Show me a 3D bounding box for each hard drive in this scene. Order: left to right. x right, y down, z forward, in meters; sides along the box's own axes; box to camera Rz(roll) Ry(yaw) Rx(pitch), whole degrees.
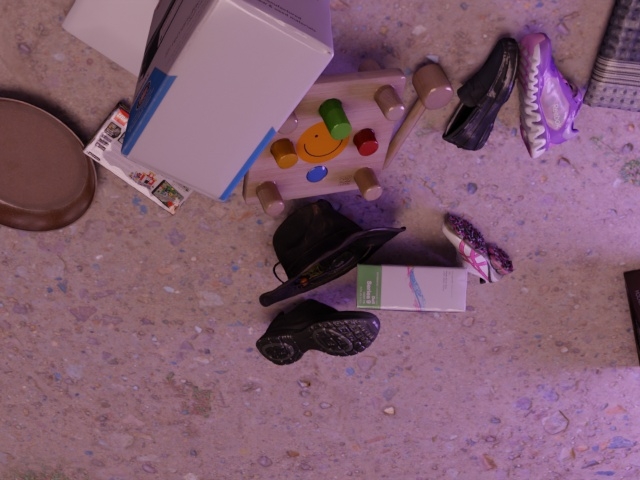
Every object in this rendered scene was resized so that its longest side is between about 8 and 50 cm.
[{"bbox_3d":[-0.266,-0.413,1.410,0.203,0.040,0.307,32,125,-19],"label":"hard drive"}]

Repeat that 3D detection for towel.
[{"bbox_3d":[0.627,-0.336,1.390,0.324,0.056,0.312,9,126,1],"label":"towel"}]

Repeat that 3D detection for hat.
[{"bbox_3d":[0.000,0.000,1.632,0.331,0.331,0.134,-31,79,27],"label":"hat"}]

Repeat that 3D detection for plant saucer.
[{"bbox_3d":[-0.578,-0.149,1.649,0.310,0.050,0.310,2,129,3],"label":"plant saucer"}]

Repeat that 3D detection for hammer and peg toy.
[{"bbox_3d":[0.052,-0.171,1.444,0.361,0.127,0.266,-9,141,-20],"label":"hammer and peg toy"}]

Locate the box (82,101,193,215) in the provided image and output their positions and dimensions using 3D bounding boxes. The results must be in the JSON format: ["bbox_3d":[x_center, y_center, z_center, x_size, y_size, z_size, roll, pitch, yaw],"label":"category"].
[{"bbox_3d":[-0.324,-0.151,1.602,0.207,0.036,0.114,37,97,-22],"label":"box"}]

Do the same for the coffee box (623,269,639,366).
[{"bbox_3d":[0.708,0.212,1.743,0.119,0.168,0.297,-13,127,15],"label":"coffee box"}]

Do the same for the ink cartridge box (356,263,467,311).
[{"bbox_3d":[0.178,0.096,1.700,0.212,0.154,0.093,0,85,3],"label":"ink cartridge box"}]

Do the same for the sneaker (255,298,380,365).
[{"bbox_3d":[-0.003,0.173,1.789,0.286,0.130,0.109,-10,127,30],"label":"sneaker"}]

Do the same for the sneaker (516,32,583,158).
[{"bbox_3d":[0.390,-0.252,1.453,0.104,0.095,0.236,-12,132,6],"label":"sneaker"}]

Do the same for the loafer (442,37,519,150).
[{"bbox_3d":[0.274,-0.248,1.469,0.078,0.076,0.223,9,133,-11],"label":"loafer"}]

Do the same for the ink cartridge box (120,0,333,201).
[{"bbox_3d":[-0.129,-0.299,1.213,0.166,0.395,0.285,25,127,-23],"label":"ink cartridge box"}]

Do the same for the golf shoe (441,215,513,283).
[{"bbox_3d":[0.295,0.026,1.696,0.186,0.067,0.086,39,124,-24],"label":"golf shoe"}]
